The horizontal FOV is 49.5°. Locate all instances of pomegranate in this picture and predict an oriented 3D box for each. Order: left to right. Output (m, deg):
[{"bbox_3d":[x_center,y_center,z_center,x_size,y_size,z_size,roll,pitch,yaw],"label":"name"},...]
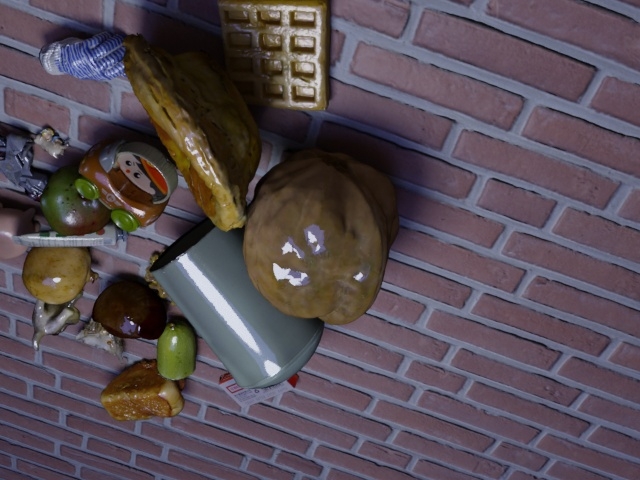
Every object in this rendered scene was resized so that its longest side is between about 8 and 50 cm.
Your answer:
[{"bbox_3d":[-0.694,0.082,1.861,0.196,0.196,0.196,6,128,8],"label":"pomegranate"},{"bbox_3d":[-0.611,-0.092,1.726,0.180,0.180,0.209,45,153,-21],"label":"pomegranate"}]

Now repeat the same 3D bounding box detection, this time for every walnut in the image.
[{"bbox_3d":[-0.004,-0.010,1.521,0.383,0.384,0.384,6,128,8],"label":"walnut"}]

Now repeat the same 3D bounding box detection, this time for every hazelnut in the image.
[{"bbox_3d":[-0.521,0.203,1.913,0.201,0.170,0.161,42,129,8],"label":"hazelnut"}]

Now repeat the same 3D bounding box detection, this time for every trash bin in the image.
[{"bbox_3d":[-0.190,0.159,1.719,0.280,0.280,0.432,-29,107,30],"label":"trash bin"}]

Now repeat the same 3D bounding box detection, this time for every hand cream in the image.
[{"bbox_3d":[-0.641,-0.009,1.785,0.275,0.059,0.095,-4,168,-19],"label":"hand cream"}]

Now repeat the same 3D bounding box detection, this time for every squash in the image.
[{"bbox_3d":[-0.421,0.305,2.009,0.122,0.123,0.187,10,125,5],"label":"squash"}]

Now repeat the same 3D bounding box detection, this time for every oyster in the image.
[{"bbox_3d":[-0.636,0.273,2.057,0.161,0.107,0.233,21,147,-10],"label":"oyster"}]

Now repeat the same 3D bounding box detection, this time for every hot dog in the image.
[{"bbox_3d":[-0.531,0.459,2.128,0.256,0.153,0.150,-9,120,17],"label":"hot dog"}]

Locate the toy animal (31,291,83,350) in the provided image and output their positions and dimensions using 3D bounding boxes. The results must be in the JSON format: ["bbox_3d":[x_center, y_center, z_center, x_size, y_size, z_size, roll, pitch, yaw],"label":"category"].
[{"bbox_3d":[-0.754,0.207,1.980,0.121,0.233,0.169,26,94,-10],"label":"toy animal"}]

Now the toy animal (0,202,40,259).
[{"bbox_3d":[-0.882,-0.034,1.831,0.250,0.154,0.167,14,137,6],"label":"toy animal"}]

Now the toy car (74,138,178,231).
[{"bbox_3d":[-0.432,-0.153,1.614,0.235,0.145,0.235,15,138,14],"label":"toy car"}]

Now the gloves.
[{"bbox_3d":[-0.499,-0.395,1.513,0.228,0.097,0.119,-5,156,11],"label":"gloves"}]

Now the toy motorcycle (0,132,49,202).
[{"bbox_3d":[-0.734,-0.190,1.729,0.122,0.080,0.215,-14,128,25],"label":"toy motorcycle"}]

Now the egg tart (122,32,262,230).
[{"bbox_3d":[-0.244,-0.237,1.419,0.178,0.443,0.443,-31,121,-8],"label":"egg tart"}]

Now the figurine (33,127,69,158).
[{"bbox_3d":[-0.654,-0.243,1.692,0.083,0.047,0.051,36,112,-6],"label":"figurine"}]

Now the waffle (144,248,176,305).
[{"bbox_3d":[-0.394,0.108,1.894,0.160,0.046,0.192,-28,117,30],"label":"waffle"}]

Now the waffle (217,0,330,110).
[{"bbox_3d":[-0.091,-0.390,1.434,0.220,0.055,0.248,6,128,9],"label":"waffle"}]

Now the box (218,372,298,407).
[{"bbox_3d":[-0.191,0.425,2.087,0.229,0.050,0.123,-28,115,30],"label":"box"}]
